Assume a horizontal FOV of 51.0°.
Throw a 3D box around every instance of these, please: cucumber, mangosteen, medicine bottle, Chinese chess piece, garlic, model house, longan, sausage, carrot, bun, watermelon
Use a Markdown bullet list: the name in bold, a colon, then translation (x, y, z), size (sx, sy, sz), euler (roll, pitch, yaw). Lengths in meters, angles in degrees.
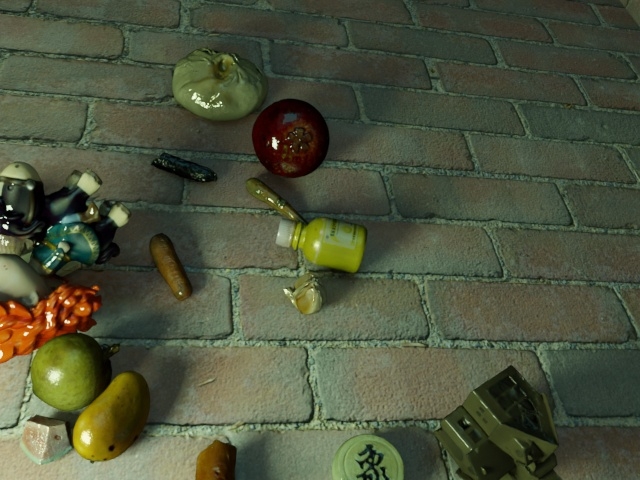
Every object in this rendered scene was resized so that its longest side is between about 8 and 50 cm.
- **cucumber**: translation (-0.357, -0.189, 1.774), size (0.181, 0.053, 0.053), euler (19, 47, 0)
- **mangosteen**: translation (-0.087, -0.283, 1.842), size (0.215, 0.215, 0.257), euler (0, 14, -15)
- **medicine bottle**: translation (0.000, 0.000, 1.647), size (0.212, 0.122, 0.122), euler (13, 47, -3)
- **Chinese chess piece**: translation (0.094, 0.451, 1.312), size (0.144, 0.059, 0.144), euler (7, 49, -8)
- **garlic**: translation (-0.700, -0.036, 1.507), size (0.147, 0.102, 0.159), euler (-13, 49, -33)
- **model house**: translation (0.368, 0.418, 1.311), size (0.204, 0.211, 0.243), euler (-24, 59, -29)
- **garlic**: translation (-0.024, 0.121, 1.563), size (0.074, 0.094, 0.113), euler (21, 36, -43)
- **longan**: translation (-0.461, 0.244, 1.278), size (0.176, 0.154, 0.145), euler (-23, 89, -13)
- **sausage**: translation (-0.163, 0.504, 1.184), size (0.102, 0.076, 0.302), euler (-8, 52, -21)
- **carrot**: translation (-0.346, 0.062, 1.545), size (0.060, 0.060, 0.186), euler (-16, 58, -26)
- **bun**: translation (-0.299, -0.479, 1.982), size (0.287, 0.146, 0.287), euler (6, 47, -6)
- **carrot**: translation (-0.100, -0.086, 1.757), size (0.254, 0.049, 0.049), euler (37, 50, 13)
- **watermelon**: translation (-0.506, 0.362, 1.229), size (0.084, 0.072, 0.092), euler (-2, 52, 7)

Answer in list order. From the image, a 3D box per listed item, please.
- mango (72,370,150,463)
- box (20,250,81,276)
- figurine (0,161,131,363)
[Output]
- **mango**: translation (-0.384, 0.334, 1.259), size (0.090, 0.115, 0.178), euler (-9, 29, 36)
- **box**: translation (-0.630, 0.064, 1.491), size (0.166, 0.024, 0.090), euler (-32, 62, -34)
- **figurine**: translation (-0.557, 0.039, 1.329), size (0.241, 0.412, 0.306), euler (16, -4, 35)
